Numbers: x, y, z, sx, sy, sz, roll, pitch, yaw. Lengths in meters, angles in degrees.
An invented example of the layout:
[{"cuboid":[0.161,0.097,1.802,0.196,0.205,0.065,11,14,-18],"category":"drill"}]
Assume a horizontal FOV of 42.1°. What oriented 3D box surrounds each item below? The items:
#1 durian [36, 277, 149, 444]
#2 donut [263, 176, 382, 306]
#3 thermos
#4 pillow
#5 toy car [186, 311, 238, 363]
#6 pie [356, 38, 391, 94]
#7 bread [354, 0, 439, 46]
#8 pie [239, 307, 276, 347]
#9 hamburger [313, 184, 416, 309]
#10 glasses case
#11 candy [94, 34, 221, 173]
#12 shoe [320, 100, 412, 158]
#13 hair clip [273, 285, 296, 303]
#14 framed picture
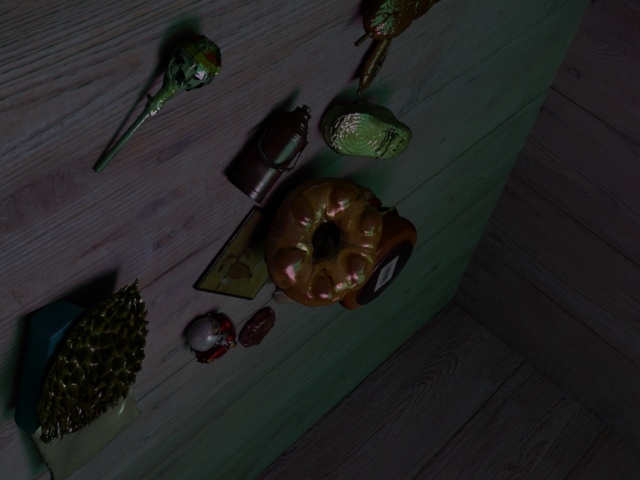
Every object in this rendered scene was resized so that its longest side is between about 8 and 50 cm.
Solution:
[{"cuboid":[-0.482,0.257,1.685,0.163,0.198,0.394,21,108,-32],"category":"durian"},{"cuboid":[0.000,0.000,2.076,0.317,0.299,0.150,-34,-167,-12],"category":"donut"},{"cuboid":[-0.098,-0.199,1.809,0.232,0.099,0.124,-53,-164,3],"category":"thermos"},{"cuboid":[-0.553,0.424,1.970,0.274,0.076,0.281,-40,152,-31],"category":"pillow"},{"cuboid":[-0.300,0.253,2.170,0.139,0.112,0.112,-45,146,13],"category":"toy car"},{"cuboid":[0.133,-0.432,1.960,0.191,0.033,0.088,-63,163,17],"category":"pie"},{"cuboid":[0.187,-0.536,1.823,0.344,0.084,0.124,-43,136,-17],"category":"bread"},{"cuboid":[-0.184,0.265,2.498,0.153,0.038,0.154,-43,161,-20],"category":"pie"},{"cuboid":[0.095,0.015,2.338,0.330,0.250,0.330,-41,157,-21],"category":"hamburger"},{"cuboid":[-0.554,0.253,1.683,0.117,0.070,0.301,-49,165,-53],"category":"glasses case"},{"cuboid":[-0.286,-0.227,1.428,0.305,0.083,0.091,-46,177,12],"category":"candy"},{"cuboid":[0.105,-0.269,2.057,0.262,0.128,0.140,8,114,-33],"category":"shoe"},{"cuboid":[-0.070,0.145,2.419,0.218,0.159,0.071,31,55,-69],"category":"hair clip"},{"cuboid":[-0.176,0.043,2.166,0.255,0.014,0.338,-52,159,5],"category":"framed picture"}]
